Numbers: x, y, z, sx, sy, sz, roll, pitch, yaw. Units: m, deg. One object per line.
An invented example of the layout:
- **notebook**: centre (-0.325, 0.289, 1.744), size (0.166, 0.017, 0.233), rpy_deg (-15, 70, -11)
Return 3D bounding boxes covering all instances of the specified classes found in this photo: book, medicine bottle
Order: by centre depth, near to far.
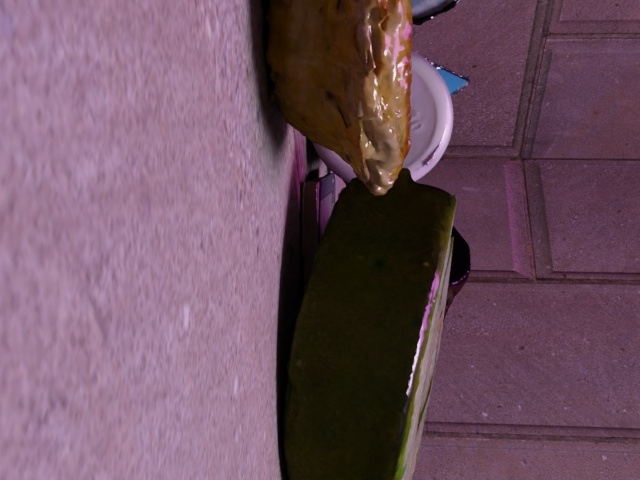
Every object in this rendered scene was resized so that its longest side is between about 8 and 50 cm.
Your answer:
- **book**: centre (-0.001, 0.000, 1.016), size (0.231, 0.026, 0.157), rpy_deg (-50, 139, -81)
- **medicine bottle**: centre (0.078, -0.156, 1.071), size (0.293, 0.170, 0.170), rpy_deg (-61, 152, -82)

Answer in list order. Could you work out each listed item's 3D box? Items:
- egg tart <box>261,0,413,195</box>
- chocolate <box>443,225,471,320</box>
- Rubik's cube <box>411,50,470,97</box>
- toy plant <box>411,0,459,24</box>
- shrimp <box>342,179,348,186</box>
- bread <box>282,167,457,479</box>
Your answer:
- **egg tart**: centre (0.018, -0.177, 0.680), size (0.295, 0.116, 0.294), rpy_deg (-2, 90, -85)
- **chocolate**: centre (0.158, 0.074, 1.728), size (0.283, 0.284, 0.186), rpy_deg (-83, -172, -52)
- **Rubik's cube**: centre (0.127, -0.335, 1.755), size (0.228, 0.228, 0.233), rpy_deg (55, -41, 3)
- **toy plant**: centre (0.123, -0.463, 1.281), size (0.332, 0.247, 0.247), rpy_deg (-88, 177, -70)
- **shrimp**: centre (0.102, -0.236, 1.342), size (0.137, 0.172, 0.372), rpy_deg (72, 26, -60)
- **bread**: centre (0.058, 0.107, 0.889), size (0.366, 0.129, 0.381), rpy_deg (-48, 147, -69)
